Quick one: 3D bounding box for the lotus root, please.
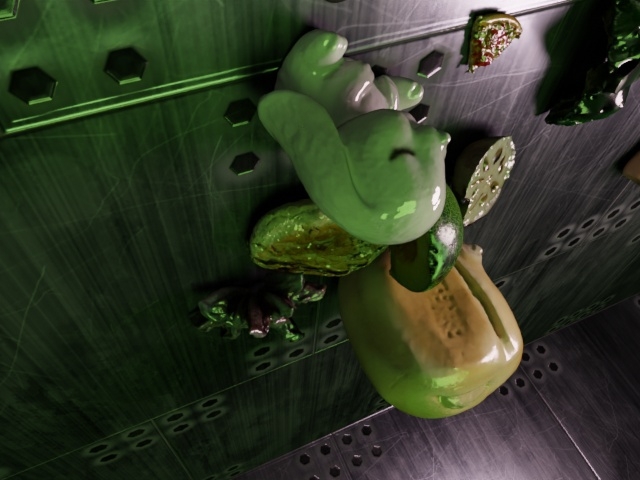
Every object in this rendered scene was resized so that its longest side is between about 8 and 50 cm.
[{"bbox_3d":[0.299,-0.125,1.028,0.203,0.078,0.183,-17,128,-51],"label":"lotus root"}]

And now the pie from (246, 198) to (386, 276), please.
[{"bbox_3d":[0.000,0.000,0.962,0.274,0.055,0.274,-7,152,-4],"label":"pie"}]

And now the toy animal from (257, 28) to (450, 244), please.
[{"bbox_3d":[0.062,-0.110,0.699,0.206,0.265,0.271,-44,148,27],"label":"toy animal"}]

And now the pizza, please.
[{"bbox_3d":[0.273,-0.307,0.805,0.099,0.029,0.100,-23,149,-12],"label":"pizza"}]

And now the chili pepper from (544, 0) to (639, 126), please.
[{"bbox_3d":[0.515,-0.299,0.927,0.148,0.116,0.265,-26,150,-11],"label":"chili pepper"}]

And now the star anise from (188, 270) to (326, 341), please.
[{"bbox_3d":[-0.124,0.140,1.048,0.282,0.129,0.212,-6,162,-3],"label":"star anise"}]

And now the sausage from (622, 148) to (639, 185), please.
[{"bbox_3d":[0.899,-0.226,1.338,0.123,0.123,0.253,3,136,-42],"label":"sausage"}]

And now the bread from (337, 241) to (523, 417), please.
[{"bbox_3d":[0.229,0.190,1.162,0.347,0.376,0.253,-14,147,-26],"label":"bread"}]

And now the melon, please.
[{"bbox_3d":[0.205,-0.020,0.960,0.129,0.169,0.265,-17,124,-14],"label":"melon"}]

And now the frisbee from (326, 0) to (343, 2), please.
[{"bbox_3d":[0.051,-0.366,0.555,0.211,0.012,0.187,-38,147,18],"label":"frisbee"}]
